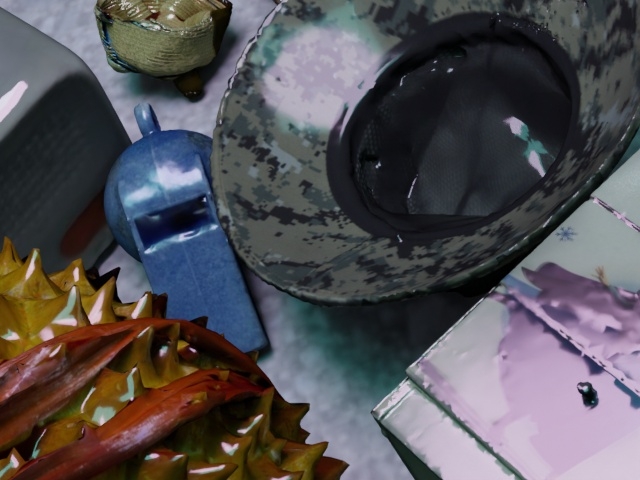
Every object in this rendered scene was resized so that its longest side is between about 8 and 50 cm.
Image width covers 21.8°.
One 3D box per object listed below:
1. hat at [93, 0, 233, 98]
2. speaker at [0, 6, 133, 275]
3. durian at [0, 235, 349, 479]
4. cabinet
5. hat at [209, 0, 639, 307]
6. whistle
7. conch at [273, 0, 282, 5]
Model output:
[{"bbox_3d":[-0.101,-0.129,1.055,0.077,0.059,0.076,23,32,23],"label":"hat"},{"bbox_3d":[-0.293,0.034,0.940,0.184,0.183,0.406,27,69,29],"label":"speaker"},{"bbox_3d":[-0.148,0.169,0.691,0.384,0.348,0.348,1,56,11],"label":"durian"},{"bbox_3d":[0.158,0.076,0.740,0.206,0.150,0.145,-42,52,-10],"label":"cabinet"},{"bbox_3d":[0.076,-0.047,0.876,0.265,0.128,0.266,-18,50,23],"label":"hat"},{"bbox_3d":[-0.077,-0.005,0.952,0.090,0.090,0.158,-20,90,8],"label":"whistle"},{"bbox_3d":[0.020,-0.207,1.008,0.245,0.163,0.178,18,71,50],"label":"conch"}]
